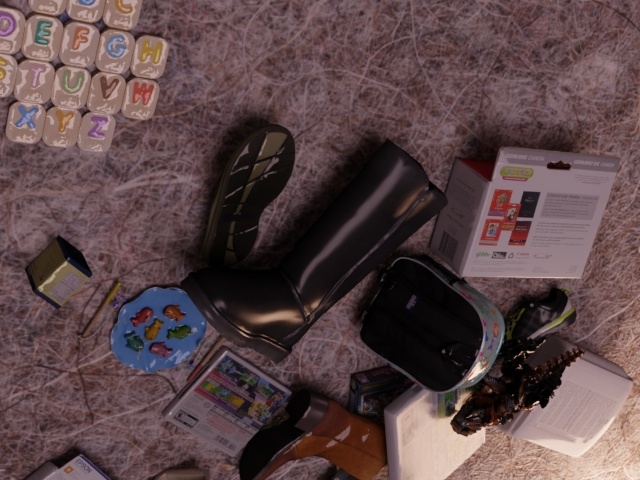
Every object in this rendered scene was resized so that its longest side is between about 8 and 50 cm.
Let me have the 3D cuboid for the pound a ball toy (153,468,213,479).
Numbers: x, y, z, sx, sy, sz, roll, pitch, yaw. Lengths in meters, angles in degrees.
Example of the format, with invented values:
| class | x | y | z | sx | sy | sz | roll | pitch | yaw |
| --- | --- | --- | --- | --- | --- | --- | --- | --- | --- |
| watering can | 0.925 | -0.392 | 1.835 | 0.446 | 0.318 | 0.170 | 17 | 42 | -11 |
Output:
| class | x | y | z | sx | sy | sz | roll | pitch | yaw |
| --- | --- | --- | --- | --- | --- | --- | --- | --- | --- |
| pound a ball toy | -0.200 | 0.603 | 2.034 | 0.208 | 0.136 | 0.319 | -6 | 127 | 18 |

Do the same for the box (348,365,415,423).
| class | x | y | z | sx | sy | sz | roll | pitch | yaw |
| --- | --- | --- | --- | --- | --- | --- | --- | --- | --- |
| box | 0.174 | 0.339 | 2.151 | 0.233 | 0.044 | 0.159 | -10 | 121 | -22 |

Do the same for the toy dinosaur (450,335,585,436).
| class | x | y | z | sx | sy | sz | roll | pitch | yaw |
| --- | --- | --- | --- | --- | --- | --- | --- | --- | --- |
| toy dinosaur | 0.420 | 0.302 | 2.132 | 0.322 | 0.164 | 0.218 | -47 | 161 | -25 |

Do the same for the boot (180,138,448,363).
| class | x | y | z | sx | sy | sz | roll | pitch | yaw |
| --- | --- | --- | --- | --- | --- | --- | --- | --- | --- |
| boot | 0.000 | 0.000 | 1.764 | 0.445 | 0.146 | 0.367 | -42 | 156 | 4 |

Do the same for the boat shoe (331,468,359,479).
| class | x | y | z | sx | sy | sz | roll | pitch | yaw |
| --- | --- | --- | --- | --- | --- | --- | --- | --- | --- |
| boat shoe | -0.026 | 0.622 | 2.199 | 0.319 | 0.116 | 0.099 | -43 | 84 | 9 |

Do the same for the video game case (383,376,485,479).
| class | x | y | z | sx | sy | sz | roll | pitch | yaw |
| --- | --- | --- | --- | --- | --- | --- | --- | --- | --- |
| video game case | 0.254 | 0.402 | 2.153 | 0.300 | 0.036 | 0.329 | -33 | 133 | -32 |

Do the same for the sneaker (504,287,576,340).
| class | x | y | z | sx | sy | sz | roll | pitch | yaw |
| --- | --- | --- | --- | --- | --- | --- | --- | --- | --- |
| sneaker | 0.450 | 0.173 | 2.194 | 0.234 | 0.084 | 0.097 | -25 | 96 | -11 |

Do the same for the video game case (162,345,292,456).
| class | x | y | z | sx | sy | sz | roll | pitch | yaw |
| --- | --- | --- | --- | --- | --- | --- | --- | --- | --- |
| video game case | -0.182 | 0.322 | 1.975 | 0.183 | 0.023 | 0.201 | -47 | 126 | 4 |

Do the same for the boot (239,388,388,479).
| class | x | y | z | sx | sy | sz | roll | pitch | yaw |
| --- | --- | --- | --- | --- | --- | --- | --- | --- | --- |
| boot | -0.001 | 0.446 | 2.086 | 0.280 | 0.096 | 0.264 | 30 | 101 | -35 |

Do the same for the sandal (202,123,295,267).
| class | x | y | z | sx | sy | sz | roll | pitch | yaw |
| --- | --- | --- | --- | --- | --- | --- | --- | --- | --- |
| sandal | -0.144 | -0.082 | 1.734 | 0.120 | 0.086 | 0.303 | 4 | 130 | -35 |

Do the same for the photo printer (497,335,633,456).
| class | x | y | z | sx | sy | sz | roll | pitch | yaw |
| --- | --- | --- | --- | --- | --- | --- | --- | --- | --- |
| photo printer | 0.582 | 0.373 | 2.338 | 0.307 | 0.107 | 0.256 | 23 | 105 | -35 |

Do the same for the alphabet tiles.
| class | x | y | z | sx | sy | sz | roll | pitch | yaw |
| --- | --- | --- | --- | --- | --- | --- | --- | --- | --- |
| alphabet tiles | -0.380 | -0.270 | 1.540 | 0.284 | 0.021 | 0.278 | 6 | 114 | -29 |

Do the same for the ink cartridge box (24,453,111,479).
| class | x | y | z | sx | sy | sz | roll | pitch | yaw |
| --- | --- | --- | --- | --- | --- | --- | --- | --- | --- |
| ink cartridge box | -0.491 | 0.522 | 1.917 | 0.224 | 0.045 | 0.223 | -37 | 128 | -5 |

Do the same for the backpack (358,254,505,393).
| class | x | y | z | sx | sy | sz | roll | pitch | yaw |
| --- | --- | --- | --- | --- | --- | --- | --- | --- | --- |
| backpack | 0.232 | 0.172 | 1.959 | 0.191 | 0.253 | 0.225 | 7 | 114 | -52 |

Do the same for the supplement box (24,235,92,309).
| class | x | y | z | sx | sy | sz | roll | pitch | yaw |
| --- | --- | --- | --- | --- | --- | --- | --- | --- | --- |
| supplement box | -0.435 | 0.053 | 1.655 | 0.083 | 0.083 | 0.056 | -45 | 127 | 1 |

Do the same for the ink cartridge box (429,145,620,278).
| class | x | y | z | sx | sy | sz | roll | pitch | yaw |
| --- | --- | --- | --- | --- | --- | --- | --- | --- | --- |
| ink cartridge box | 0.408 | -0.072 | 1.984 | 0.309 | 0.130 | 0.272 | 3 | 114 | -28 |

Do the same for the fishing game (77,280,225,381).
| class | x | y | z | sx | sy | sz | roll | pitch | yaw |
| --- | --- | --- | --- | --- | --- | --- | --- | --- | --- |
| fishing game | -0.291 | 0.169 | 1.823 | 0.264 | 0.041 | 0.189 | 32 | 102 | -36 |
